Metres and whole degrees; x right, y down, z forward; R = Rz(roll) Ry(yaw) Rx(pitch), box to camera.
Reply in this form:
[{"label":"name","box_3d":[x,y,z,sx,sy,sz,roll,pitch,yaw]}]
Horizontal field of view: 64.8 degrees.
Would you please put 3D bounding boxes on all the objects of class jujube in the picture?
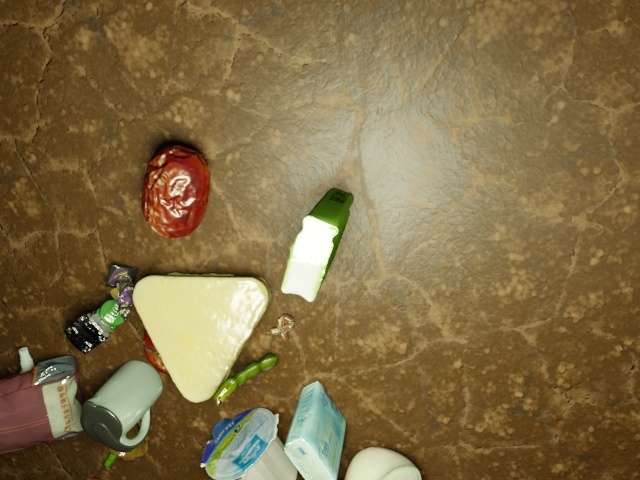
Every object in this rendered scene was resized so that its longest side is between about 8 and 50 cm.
[{"label":"jujube","box_3d":[-0.384,-0.129,1.345,0.174,0.174,0.250,18,121,5]}]

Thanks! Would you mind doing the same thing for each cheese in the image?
[{"label":"cheese","box_3d":[-0.362,0.213,1.424,0.384,0.104,0.383,0,88,3]}]

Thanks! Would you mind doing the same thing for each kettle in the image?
[{"label":"kettle","box_3d":[-0.602,0.525,1.561,0.161,0.236,0.221,-23,102,17]}]

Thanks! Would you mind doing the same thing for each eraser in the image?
[{"label":"eraser","box_3d":[0.000,0.000,1.247,0.092,0.274,0.210,21,110,6]}]

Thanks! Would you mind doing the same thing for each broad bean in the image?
[{"label":"broad bean","box_3d":[-0.207,0.384,1.440,0.052,0.256,0.052,-26,90,40]}]

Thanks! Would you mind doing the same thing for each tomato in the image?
[{"label":"tomato","box_3d":[-0.443,0.338,1.543,0.228,0.101,0.227,4,112,10]}]

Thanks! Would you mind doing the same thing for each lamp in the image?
[{"label":"lamp","box_3d":[-0.111,0.252,1.484,0.063,0.031,0.083,27,108,0]}]

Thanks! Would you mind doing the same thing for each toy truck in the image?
[{"label":"toy truck","box_3d":[-0.675,0.255,1.524,0.243,0.125,0.101,-29,104,43]}]

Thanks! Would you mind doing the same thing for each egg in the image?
[{"label":"egg","box_3d":[0.174,0.713,1.513,0.271,0.162,0.206,34,87,-39]}]

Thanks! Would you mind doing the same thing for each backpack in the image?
[{"label":"backpack","box_3d":[-0.926,0.534,1.615,0.317,0.197,0.283,-12,109,-25]}]

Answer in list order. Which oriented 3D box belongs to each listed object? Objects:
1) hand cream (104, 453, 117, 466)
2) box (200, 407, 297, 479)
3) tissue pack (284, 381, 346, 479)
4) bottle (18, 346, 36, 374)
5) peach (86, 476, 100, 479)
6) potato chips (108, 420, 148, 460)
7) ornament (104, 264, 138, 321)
[{"label":"hand cream","box_3d":[-0.722,0.747,1.774,0.036,0.023,0.122,37,107,1]},{"label":"box","box_3d":[-0.211,0.682,1.559,0.291,0.262,0.206,-3,125,52]},{"label":"tissue pack","box_3d":[-0.005,0.551,1.437,0.089,0.263,0.177,-30,101,16]},{"label":"bottle","box_3d":[-0.982,0.464,1.714,0.060,0.060,0.217,-1,106,12]},{"label":"peach","box_3d":[-0.761,1.028,1.779,0.258,0.201,0.361,-23,102,18]},{"label":"potato chips","box_3d":[-0.659,0.654,1.715,0.150,0.049,0.201,-11,103,9]},{"label":"ornament","box_3d":[-0.559,0.150,1.449,0.088,0.203,0.081,13,109,-31]}]
